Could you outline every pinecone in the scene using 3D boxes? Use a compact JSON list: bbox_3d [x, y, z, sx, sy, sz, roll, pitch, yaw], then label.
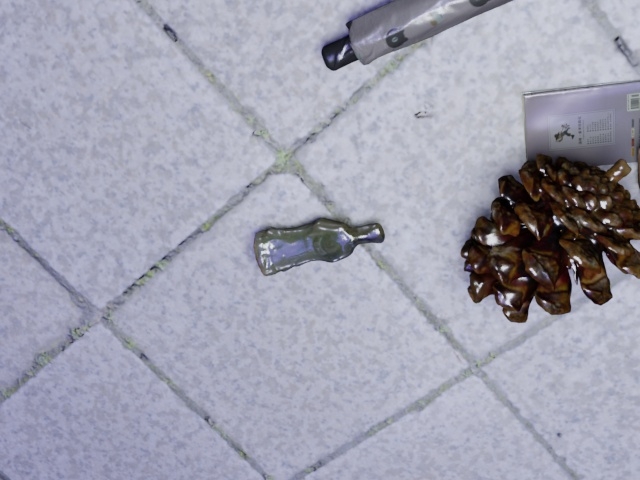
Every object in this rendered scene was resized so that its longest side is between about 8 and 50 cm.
[{"bbox_3d":[0.336,0.004,1.127,0.244,0.244,0.309,33,131,-5],"label":"pinecone"}]

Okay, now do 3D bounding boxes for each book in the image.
[{"bbox_3d":[0.398,-0.169,1.155,0.182,0.014,0.127,-5,113,13],"label":"book"}]

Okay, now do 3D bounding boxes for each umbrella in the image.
[{"bbox_3d":[0.156,-0.326,1.100,0.337,0.067,0.073,-20,151,19],"label":"umbrella"}]

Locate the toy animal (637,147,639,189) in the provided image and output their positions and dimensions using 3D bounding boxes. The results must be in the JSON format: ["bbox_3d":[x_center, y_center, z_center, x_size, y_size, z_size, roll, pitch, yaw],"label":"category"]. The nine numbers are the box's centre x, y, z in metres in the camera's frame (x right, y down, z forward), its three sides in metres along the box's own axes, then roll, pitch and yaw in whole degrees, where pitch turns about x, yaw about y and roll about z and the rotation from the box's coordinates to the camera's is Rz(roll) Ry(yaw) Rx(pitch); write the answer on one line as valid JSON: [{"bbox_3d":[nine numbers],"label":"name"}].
[{"bbox_3d":[0.580,-0.118,1.046,0.256,0.195,0.213,-26,148,10],"label":"toy animal"}]

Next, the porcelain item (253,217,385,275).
[{"bbox_3d":[0.000,0.000,1.280,0.216,0.069,0.081,-12,99,17],"label":"porcelain item"}]
